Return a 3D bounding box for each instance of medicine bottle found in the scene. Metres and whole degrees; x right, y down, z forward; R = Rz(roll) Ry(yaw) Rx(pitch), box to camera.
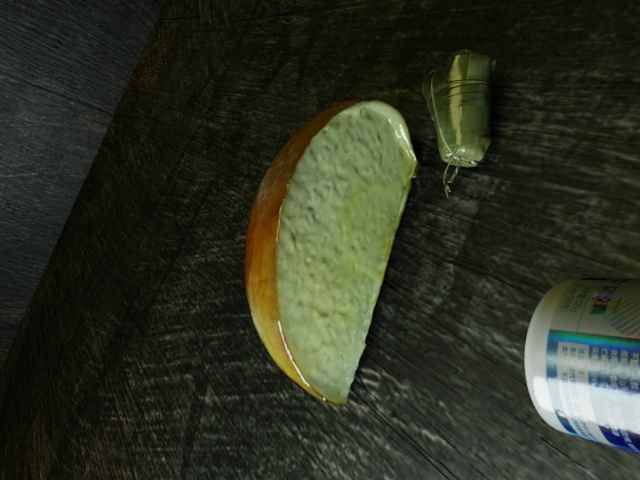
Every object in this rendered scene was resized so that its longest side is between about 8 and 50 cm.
[{"bbox_3d":[0.227,0.076,0.298,0.192,0.107,0.106,-3,69,52],"label":"medicine bottle"}]

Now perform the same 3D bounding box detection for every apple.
[{"bbox_3d":[0.000,0.000,0.627,0.179,0.254,0.345,14,80,14],"label":"apple"}]

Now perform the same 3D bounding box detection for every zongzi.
[{"bbox_3d":[0.141,-0.118,0.591,0.130,0.062,0.154,174,99,-74],"label":"zongzi"}]
